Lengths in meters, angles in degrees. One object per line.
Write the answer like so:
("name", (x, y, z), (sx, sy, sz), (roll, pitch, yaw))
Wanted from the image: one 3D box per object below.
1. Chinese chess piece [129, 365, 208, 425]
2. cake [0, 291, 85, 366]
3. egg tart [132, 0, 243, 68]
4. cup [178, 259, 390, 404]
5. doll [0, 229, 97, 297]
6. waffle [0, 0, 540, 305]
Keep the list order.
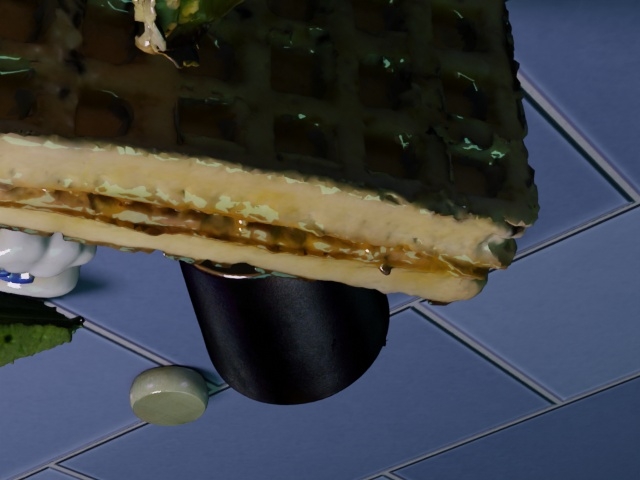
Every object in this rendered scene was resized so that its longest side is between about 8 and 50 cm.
("Chinese chess piece", (-0.159, 0.163, 1.456), (0.084, 0.034, 0.084), (-4, 146, -3))
("cake", (-0.333, 0.093, 1.208), (0.235, 0.100, 0.099), (7, 103, -40))
("egg tart", (-0.051, -0.228, 0.696), (0.095, 0.279, 0.279), (22, 145, 5))
("cup", (-0.016, -0.004, 1.169), (0.166, 0.239, 0.177), (25, 153, 29))
("doll", (-0.306, 0.000, 1.094), (0.252, 0.111, 0.237), (5, 172, -27))
("waffle", (-0.059, -0.105, 0.855), (0.376, 0.261, 0.114), (8, 149, -23))
